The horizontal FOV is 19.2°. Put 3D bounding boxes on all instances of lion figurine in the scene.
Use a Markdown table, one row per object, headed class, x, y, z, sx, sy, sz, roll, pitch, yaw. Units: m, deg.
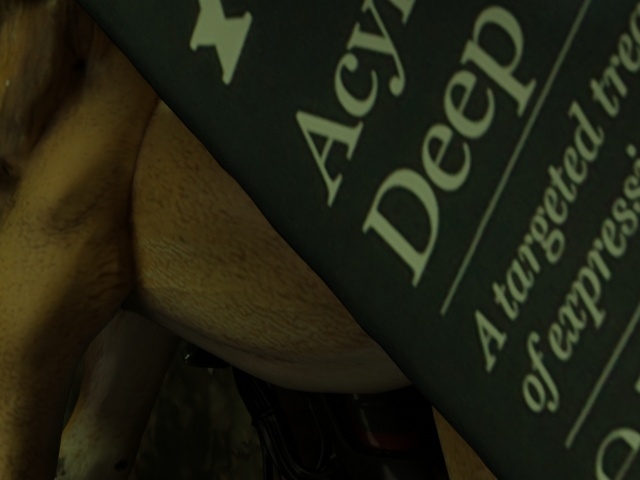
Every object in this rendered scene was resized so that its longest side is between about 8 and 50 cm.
| class | x | y | z | sx | sy | sz | roll | pitch | yaw |
| --- | --- | --- | --- | --- | --- | --- | --- | --- | --- |
| lion figurine | 0.000 | 0.000 | 0.558 | 0.392 | 0.142 | 0.240 | 19 | 98 | 24 |

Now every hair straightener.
| class | x | y | z | sx | sy | sz | roll | pitch | yaw |
| --- | --- | --- | --- | --- | --- | --- | --- | --- | --- |
| hair straightener | -0.008 | 0.032 | 0.672 | 0.089 | 0.047 | 0.230 | -41 | 66 | 44 |

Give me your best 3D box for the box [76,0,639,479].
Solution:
| class | x | y | z | sx | sy | sz | roll | pitch | yaw |
| --- | --- | --- | --- | --- | --- | --- | --- | --- | --- |
| box | 0.083 | -0.161 | 0.412 | 0.395 | 0.212 | 0.294 | 48 | 127 | 39 |
